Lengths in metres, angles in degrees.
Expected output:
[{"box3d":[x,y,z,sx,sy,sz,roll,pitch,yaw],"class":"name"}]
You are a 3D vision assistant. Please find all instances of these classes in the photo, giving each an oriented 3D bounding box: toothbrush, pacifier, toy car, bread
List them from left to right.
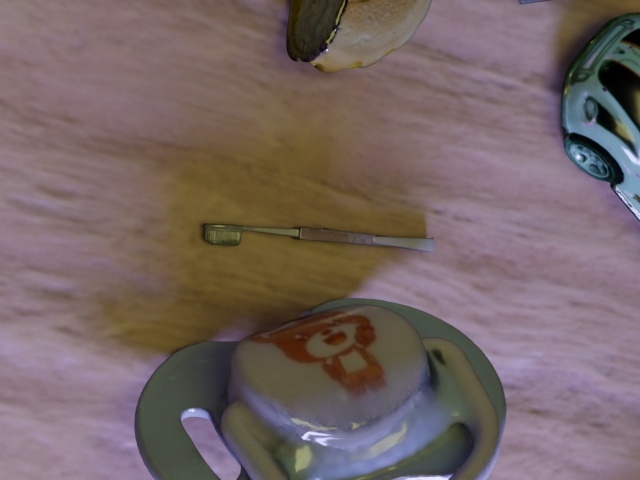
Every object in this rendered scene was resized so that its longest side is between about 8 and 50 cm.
[{"box3d":[0.000,-0.002,1.518,0.194,0.014,0.017,2,91,-27],"class":"toothbrush"},{"box3d":[0.004,0.162,1.461,0.279,0.227,0.207,-16,139,-25],"class":"pacifier"},{"box3d":[0.041,-0.193,1.493,0.094,0.083,0.157,19,86,-29],"class":"bread"},{"box3d":[0.327,-0.051,1.621,0.136,0.125,0.306,-48,113,-16],"class":"toy car"}]

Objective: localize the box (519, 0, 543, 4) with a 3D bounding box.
[{"box3d":[0.228,-0.257,1.505,0.086,0.225,0.129,-19,101,-26],"class":"box"}]
